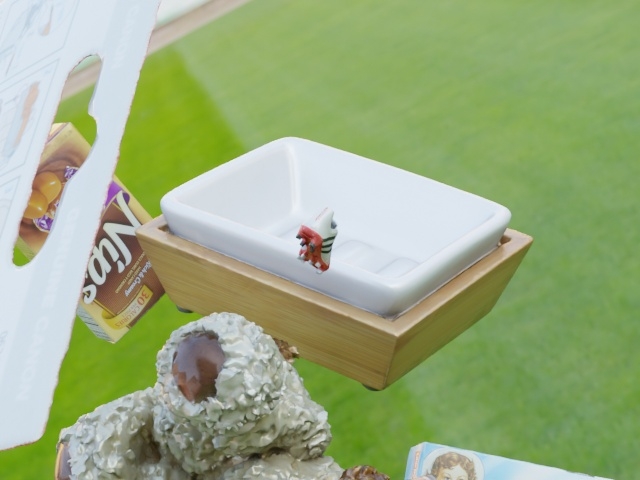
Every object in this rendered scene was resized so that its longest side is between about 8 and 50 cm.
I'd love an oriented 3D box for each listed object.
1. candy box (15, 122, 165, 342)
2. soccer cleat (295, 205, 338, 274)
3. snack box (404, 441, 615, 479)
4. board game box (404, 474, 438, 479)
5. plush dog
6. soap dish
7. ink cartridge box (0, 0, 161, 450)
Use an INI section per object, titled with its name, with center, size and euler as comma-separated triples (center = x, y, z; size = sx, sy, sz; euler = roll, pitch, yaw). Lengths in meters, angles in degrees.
[candy box]
center = -0.222, -0.007, 1.455
size = 0.109, 0.187, 0.053
euler = -46, 23, -18
[soccer cleat]
center = 0.000, 0.000, 1.187
size = 0.036, 0.029, 0.083
euler = -51, -16, -14
[snack box]
center = 0.229, 0.315, 1.466
size = 0.322, 0.187, 0.060
euler = 12, -15, -9
[board game box]
center = 0.037, 0.309, 0.713
size = 0.208, 0.347, 0.056
euler = 38, 26, 32
[plush dog]
center = -0.050, 0.191, 1.207
size = 0.262, 0.225, 0.210
euler = -40, -17, 35
[soap dish]
center = 0.012, 0.016, 1.416
size = 0.290, 0.118, 0.229
euler = 21, 32, 30
[ink cartridge box]
center = -0.194, 0.024, 0.805
size = 0.385, 0.091, 0.308
euler = -22, 45, 40
